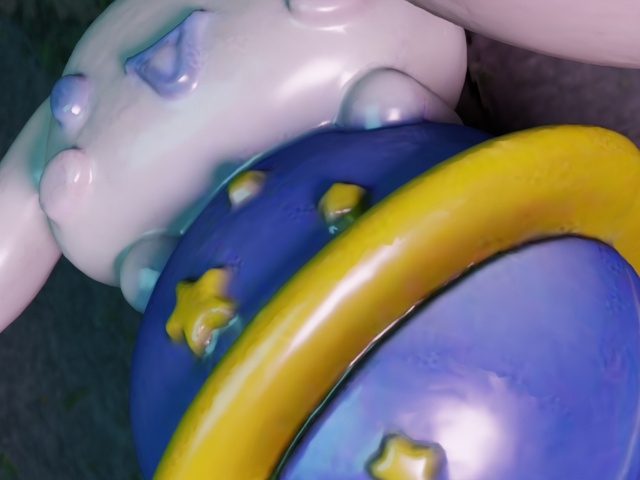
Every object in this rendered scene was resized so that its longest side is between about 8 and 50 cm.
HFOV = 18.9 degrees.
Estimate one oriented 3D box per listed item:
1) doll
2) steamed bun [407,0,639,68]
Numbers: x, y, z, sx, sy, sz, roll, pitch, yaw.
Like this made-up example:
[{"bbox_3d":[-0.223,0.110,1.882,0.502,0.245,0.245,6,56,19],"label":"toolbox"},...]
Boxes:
[{"bbox_3d":[0.026,-0.014,0.583,0.311,0.159,0.242,-53,43,4],"label":"doll"},{"bbox_3d":[0.081,-0.176,0.368,0.309,0.309,0.309,3,94,42],"label":"steamed bun"}]
